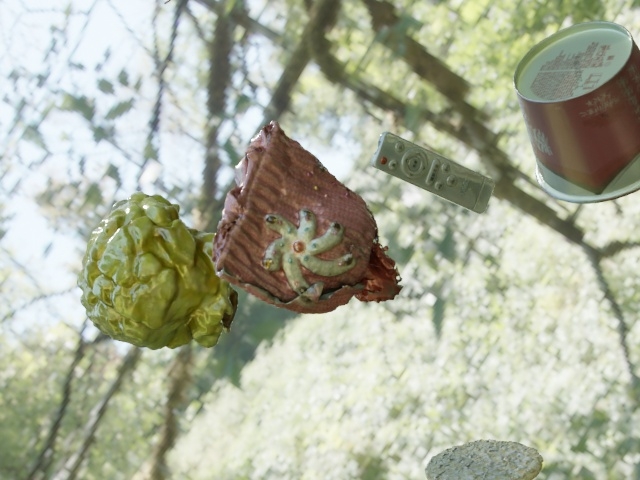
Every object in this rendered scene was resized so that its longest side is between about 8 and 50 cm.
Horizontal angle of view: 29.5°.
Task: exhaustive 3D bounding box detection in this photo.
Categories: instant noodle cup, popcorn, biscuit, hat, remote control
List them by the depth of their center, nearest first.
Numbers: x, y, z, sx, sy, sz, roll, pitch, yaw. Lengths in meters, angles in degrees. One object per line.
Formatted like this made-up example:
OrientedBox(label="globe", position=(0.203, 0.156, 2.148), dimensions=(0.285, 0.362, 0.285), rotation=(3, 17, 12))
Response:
OrientedBox(label="biscuit", position=(0.200, 0.280, 1.502), dimensions=(0.152, 0.152, 0.020), rotation=(-32, -64, -63))
OrientedBox(label="remote control", position=(0.143, -0.086, 1.557), dimensions=(0.027, 0.184, 0.050), rotation=(14, 83, 61))
OrientedBox(label="hat", position=(0.000, 0.000, 1.601), dimensions=(0.107, 0.286, 0.237), rotation=(-15, 48, 53))
OrientedBox(label="instant noodle cup", position=(0.394, -0.195, 1.772), dimensions=(0.235, 0.234, 0.178), rotation=(-51, -52, -24))
OrientedBox(label="popcorn", position=(-0.242, 0.055, 1.806), dimensions=(0.270, 0.257, 0.224), rotation=(36, -99, -49))

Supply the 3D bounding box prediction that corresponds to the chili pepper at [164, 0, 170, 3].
OrientedBox(label="chili pepper", position=(-0.190, -0.440, 1.964), dimensions=(0.178, 0.027, 0.045), rotation=(-39, -40, 26))
